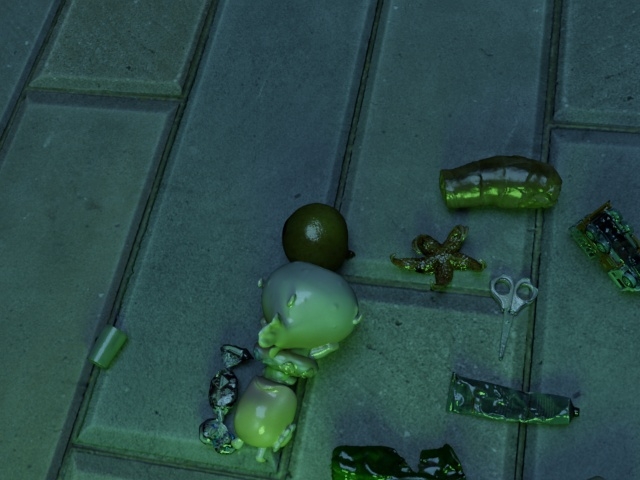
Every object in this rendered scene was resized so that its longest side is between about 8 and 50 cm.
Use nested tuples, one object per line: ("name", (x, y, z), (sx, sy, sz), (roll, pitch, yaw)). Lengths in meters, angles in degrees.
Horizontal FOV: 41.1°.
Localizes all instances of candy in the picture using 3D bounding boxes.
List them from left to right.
("candy", (-0.190, 0.317, 1.722), (0.094, 0.051, 0.226), (5, 64, 0))

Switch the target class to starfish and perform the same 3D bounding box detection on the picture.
("starfish", (0.244, 0.043, 1.785), (0.190, 0.074, 0.146), (-13, 59, 2))

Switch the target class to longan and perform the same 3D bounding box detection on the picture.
("longan", (0.000, 0.000, 1.822), (0.145, 0.176, 0.154), (12, 83, 61))

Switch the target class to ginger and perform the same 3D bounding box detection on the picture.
("ginger", (0.386, -0.124, 1.841), (0.263, 0.116, 0.109), (-3, 20, 13))

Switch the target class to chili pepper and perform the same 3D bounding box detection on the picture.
("chili pepper", (0.141, 0.428, 1.587), (0.253, 0.083, 0.099), (-2, 52, 4))

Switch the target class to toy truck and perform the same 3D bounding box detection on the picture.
("toy truck", (0.592, 0.020, 1.726), (0.080, 0.115, 0.177), (-35, 84, -11))

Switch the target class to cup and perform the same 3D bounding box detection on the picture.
("cup", (-0.462, 0.222, 1.813), (0.075, 0.054, 0.083), (21, 69, 18))

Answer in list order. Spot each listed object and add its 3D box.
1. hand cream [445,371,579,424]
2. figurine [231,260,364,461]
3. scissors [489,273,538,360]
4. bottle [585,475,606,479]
("hand cream", (0.367, 0.309, 1.630), (0.248, 0.052, 0.075), (8, 62, 14))
("figurine", (-0.079, 0.228, 1.649), (0.227, 0.274, 0.394), (20, 84, 22))
("scissors", (0.382, 0.156, 1.735), (0.100, 0.015, 0.189), (11, 65, 12))
("bottle", (0.398, 0.508, 1.476), (0.253, 0.120, 0.120), (-22, 60, -4))
